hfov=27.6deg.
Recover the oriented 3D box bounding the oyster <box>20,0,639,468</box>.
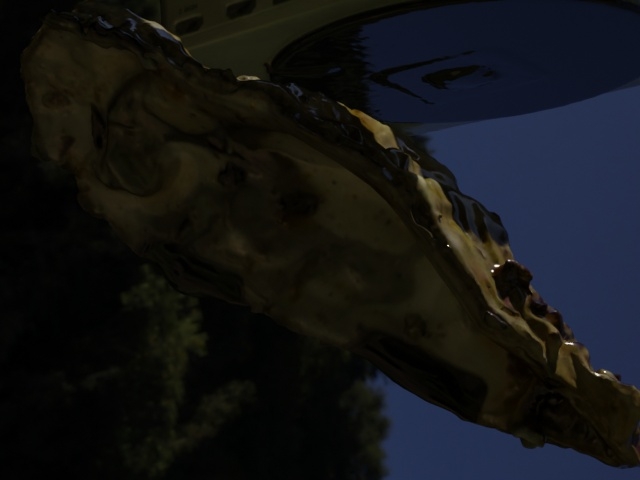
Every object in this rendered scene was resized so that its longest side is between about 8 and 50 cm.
[{"bbox_3d":[0.001,-0.002,0.596,0.345,0.078,0.129,31,-53,15],"label":"oyster"}]

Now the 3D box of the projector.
[{"bbox_3d":[0.082,-0.132,0.746,0.257,0.259,0.079,-11,-102,35],"label":"projector"}]
